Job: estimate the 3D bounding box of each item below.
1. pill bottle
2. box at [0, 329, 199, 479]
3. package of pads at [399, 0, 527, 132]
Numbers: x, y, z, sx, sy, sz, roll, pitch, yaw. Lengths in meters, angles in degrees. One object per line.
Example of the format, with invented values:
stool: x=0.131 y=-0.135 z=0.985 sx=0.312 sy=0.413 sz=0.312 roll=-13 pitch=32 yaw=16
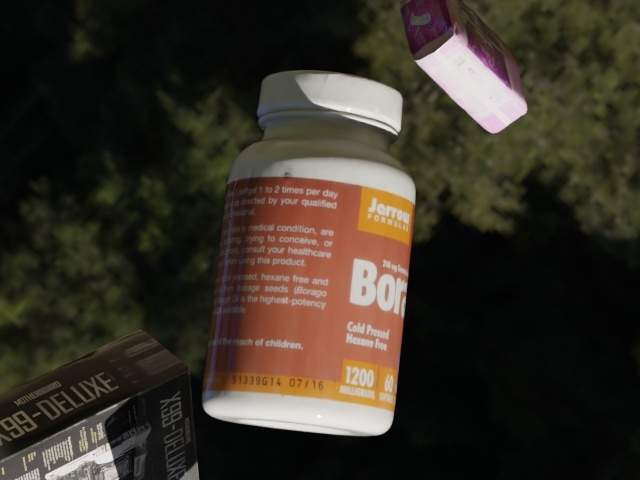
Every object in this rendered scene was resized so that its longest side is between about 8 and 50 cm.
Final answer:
pill bottle: x=-0.004 y=0.009 z=1.095 sx=0.121 sy=0.216 sz=0.121 roll=6 pitch=171 yaw=1
box: x=-0.215 y=0.256 z=1.454 sx=0.076 sy=0.242 sz=0.307 roll=33 pitch=138 yaw=41
package of pads: x=0.079 y=-0.100 z=0.957 sx=0.083 sy=0.032 sz=0.050 roll=37 pitch=-149 yaw=-43
